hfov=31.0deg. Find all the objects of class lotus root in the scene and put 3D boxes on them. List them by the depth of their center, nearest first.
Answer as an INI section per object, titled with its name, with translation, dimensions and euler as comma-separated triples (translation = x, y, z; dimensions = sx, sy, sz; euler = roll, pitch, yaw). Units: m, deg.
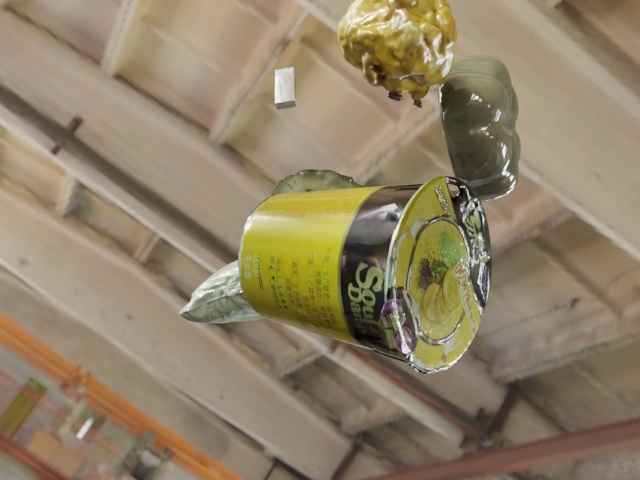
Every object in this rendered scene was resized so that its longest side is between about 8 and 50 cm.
[lotus root]
translation = 0.001, -0.003, 1.618
dimensions = 0.183, 0.203, 0.078
euler = 28, -42, -2

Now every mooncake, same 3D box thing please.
[mooncake]
translation = 0.300, -0.211, 2.153
dimensions = 0.135, 0.275, 0.275
euler = -8, -38, 16

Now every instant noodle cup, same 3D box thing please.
[instant noodle cup]
translation = 0.042, 0.030, 1.274
dimensions = 0.236, 0.215, 0.215
euler = 4, -36, 36

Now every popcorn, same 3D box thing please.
[popcorn]
translation = 0.129, -0.349, 2.002
dimensions = 0.190, 0.191, 0.253
euler = 2, -20, -13

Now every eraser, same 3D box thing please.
[eraser]
translation = -0.063, -0.276, 2.081
dimensions = 0.038, 0.083, 0.019
euler = -10, -34, 10

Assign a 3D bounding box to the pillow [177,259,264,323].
[pillow]
translation = -0.106, 0.086, 2.341
dimensions = 0.310, 0.283, 0.138
euler = -24, -95, 39
